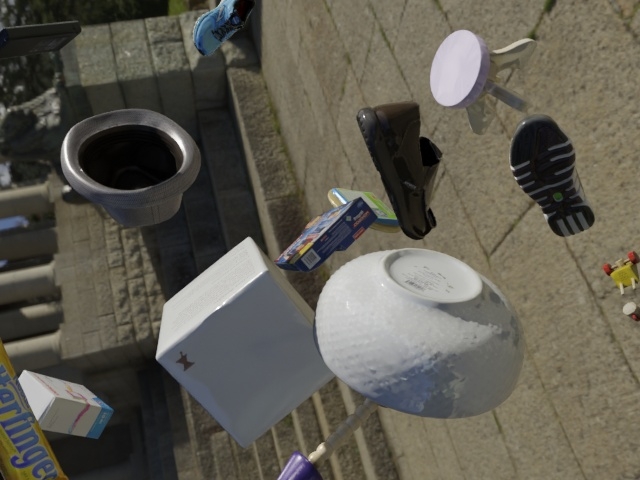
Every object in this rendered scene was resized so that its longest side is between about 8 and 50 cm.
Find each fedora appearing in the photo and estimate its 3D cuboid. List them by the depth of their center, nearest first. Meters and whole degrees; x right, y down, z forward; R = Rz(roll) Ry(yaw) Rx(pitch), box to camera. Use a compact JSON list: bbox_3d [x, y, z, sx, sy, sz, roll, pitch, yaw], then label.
[{"bbox_3d":[-0.355,-0.124,1.116,0.275,0.244,0.124,44,146,32],"label":"fedora"}]

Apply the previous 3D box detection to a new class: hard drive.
[{"bbox_3d":[-0.490,-0.341,0.991,0.094,0.135,0.022,-14,104,38],"label":"hard drive"}]

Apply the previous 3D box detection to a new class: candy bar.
[{"bbox_3d":[-0.206,0.115,0.381,0.018,0.040,0.161,2,114,33],"label":"candy bar"}]

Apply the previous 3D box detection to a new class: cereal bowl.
[{"bbox_3d":[0.162,0.110,0.921,0.339,0.339,0.141,-120,35,-56],"label":"cereal bowl"}]

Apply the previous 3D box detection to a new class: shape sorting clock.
[{"bbox_3d":[0.113,-0.075,1.465,0.040,0.206,0.206,-68,27,25],"label":"shape sorting clock"}]

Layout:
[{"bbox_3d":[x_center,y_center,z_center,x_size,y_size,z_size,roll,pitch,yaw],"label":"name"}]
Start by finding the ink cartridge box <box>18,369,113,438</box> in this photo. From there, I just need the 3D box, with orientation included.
[{"bbox_3d":[-0.387,0.246,0.868,0.089,0.052,0.122,22,168,31],"label":"ink cartridge box"}]

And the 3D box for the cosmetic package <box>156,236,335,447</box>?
[{"bbox_3d":[-0.193,0.243,1.528,0.327,0.329,0.393,52,178,-17],"label":"cosmetic package"}]

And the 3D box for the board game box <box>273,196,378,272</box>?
[{"bbox_3d":[0.000,0.000,1.218,0.060,0.194,0.194,49,165,-12],"label":"board game box"}]

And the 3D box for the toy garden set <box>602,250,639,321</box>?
[{"bbox_3d":[0.663,0.083,1.114,0.204,0.049,0.244,-39,27,40],"label":"toy garden set"}]

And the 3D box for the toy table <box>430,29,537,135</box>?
[{"bbox_3d":[0.391,-0.396,1.418,0.274,0.161,0.252,-92,25,-46],"label":"toy table"}]

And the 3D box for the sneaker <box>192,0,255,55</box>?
[{"bbox_3d":[-0.190,-0.434,1.154,0.073,0.162,0.063,25,167,44],"label":"sneaker"}]

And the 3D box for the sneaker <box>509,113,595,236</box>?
[{"bbox_3d":[0.413,-0.147,1.072,0.281,0.107,0.162,53,-150,-36],"label":"sneaker"}]

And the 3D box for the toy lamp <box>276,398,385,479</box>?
[{"bbox_3d":[0.032,0.377,1.103,0.080,0.275,0.080,42,155,25],"label":"toy lamp"}]

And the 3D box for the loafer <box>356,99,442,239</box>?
[{"bbox_3d":[0.112,-0.078,0.691,0.220,0.078,0.080,56,-165,-52],"label":"loafer"}]
